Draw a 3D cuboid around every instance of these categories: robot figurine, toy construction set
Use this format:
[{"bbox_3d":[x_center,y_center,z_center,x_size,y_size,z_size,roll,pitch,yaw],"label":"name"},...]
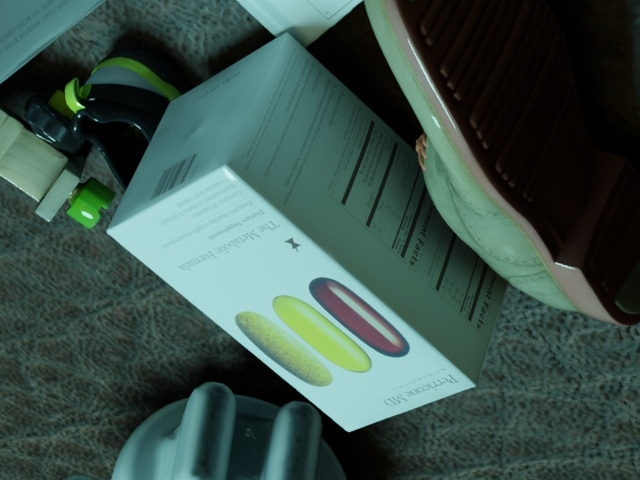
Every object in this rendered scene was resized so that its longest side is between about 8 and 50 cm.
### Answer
[{"bbox_3d":[-0.094,0.268,1.596,0.300,0.200,0.353,15,137,-3],"label":"robot figurine"},{"bbox_3d":[-0.302,-0.032,1.458,0.237,0.257,0.309,28,160,-13],"label":"toy construction set"}]

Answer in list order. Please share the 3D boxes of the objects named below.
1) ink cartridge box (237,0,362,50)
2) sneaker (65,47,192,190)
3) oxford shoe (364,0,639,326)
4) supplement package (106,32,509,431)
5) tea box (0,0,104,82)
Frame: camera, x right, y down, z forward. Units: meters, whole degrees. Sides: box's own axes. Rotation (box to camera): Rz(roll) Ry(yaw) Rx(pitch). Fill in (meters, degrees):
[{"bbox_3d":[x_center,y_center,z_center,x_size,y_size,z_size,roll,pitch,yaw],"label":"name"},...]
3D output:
[{"bbox_3d":[-0.041,-0.265,1.180,0.275,0.060,0.239,42,148,-11],"label":"ink cartridge box"},{"bbox_3d":[-0.105,-0.035,1.399,0.234,0.097,0.084,47,136,-16],"label":"sneaker"},{"bbox_3d":[0.099,-0.064,1.207,0.130,0.123,0.348,6,143,41],"label":"oxford shoe"},{"bbox_3d":[0.000,0.000,1.317,0.244,0.134,0.139,41,138,-22],"label":"supplement package"},{"bbox_3d":[-0.312,-0.285,1.163,0.329,0.220,0.323,13,134,38],"label":"tea box"}]
